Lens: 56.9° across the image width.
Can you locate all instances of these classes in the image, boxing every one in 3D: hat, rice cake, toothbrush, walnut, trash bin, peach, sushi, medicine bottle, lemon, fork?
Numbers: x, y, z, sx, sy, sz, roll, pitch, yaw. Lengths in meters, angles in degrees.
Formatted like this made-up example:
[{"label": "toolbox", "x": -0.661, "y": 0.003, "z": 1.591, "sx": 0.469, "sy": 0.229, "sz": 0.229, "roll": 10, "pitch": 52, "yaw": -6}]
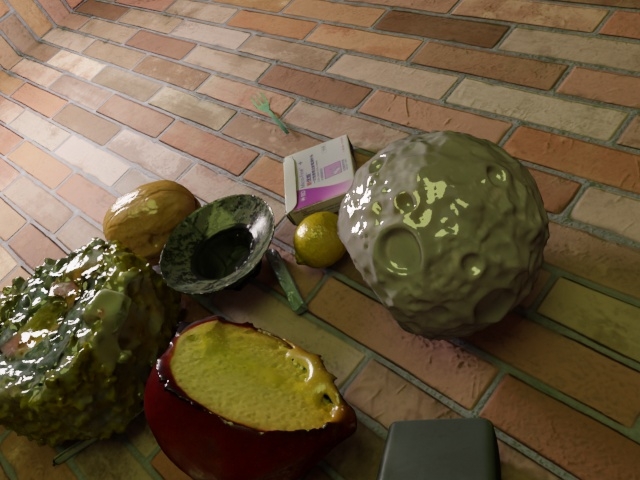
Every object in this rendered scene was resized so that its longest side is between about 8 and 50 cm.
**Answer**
[{"label": "hat", "x": -0.195, "y": 0.034, "z": 1.244, "sx": 0.265, "sy": 0.128, "sz": 0.266, "roll": -10, "pitch": 52, "yaw": 12}, {"label": "rice cake", "x": -0.073, "y": 0.079, "z": 1.208, "sx": 0.030, "sy": 0.042, "sz": 0.180, "roll": -33, "pitch": 46, "yaw": 1}, {"label": "toothbrush", "x": -0.398, "y": 0.355, "z": 1.153, "sx": 0.294, "sy": 0.026, "sz": 0.028, "roll": -35, "pitch": 38, "yaw": -4}, {"label": "walnut", "x": -0.378, "y": -0.036, "z": 1.347, "sx": 0.225, "sy": 0.193, "sz": 0.193, "roll": -23, "pitch": 47, "yaw": -2}, {"label": "trash bin", "x": 0.157, "y": 0.351, "z": 0.786, "sx": 0.176, "sy": 0.101, "sz": 0.236, "roll": -10, "pitch": 24, "yaw": 21}, {"label": "peach", "x": -0.116, "y": 0.287, "z": 0.961, "sx": 0.361, "sy": 0.202, "sz": 0.257, "roll": 16, "pitch": 25, "yaw": 19}, {"label": "sushi", "x": -0.469, "y": 0.194, "z": 1.165, "sx": 0.351, "sy": 0.240, "sz": 0.397, "roll": -9, "pitch": 46, "yaw": 24}, {"label": "medicine bottle", "x": 0.003, "y": -0.137, "z": 1.343, "sx": 0.171, "sy": 0.052, "sz": 0.201, "roll": -18, "pitch": 46, "yaw": 13}, {"label": "lemon", "x": 0.000, "y": 0.000, "z": 1.192, "sx": 0.133, "sy": 0.109, "sz": 0.109, "roll": -40, "pitch": 47, "yaw": 0}, {"label": "fork", "x": -0.132, "y": -0.335, "z": 1.591, "sx": 0.039, "sy": 0.021, "sz": 0.235, "roll": -36, "pitch": 48, "yaw": 1}]

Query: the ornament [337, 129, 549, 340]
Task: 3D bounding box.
[{"label": "ornament", "x": 0.200, "y": -0.016, "z": 0.954, "sx": 0.336, "sy": 0.337, "sz": 0.337, "roll": -13, "pitch": 49, "yaw": 16}]
